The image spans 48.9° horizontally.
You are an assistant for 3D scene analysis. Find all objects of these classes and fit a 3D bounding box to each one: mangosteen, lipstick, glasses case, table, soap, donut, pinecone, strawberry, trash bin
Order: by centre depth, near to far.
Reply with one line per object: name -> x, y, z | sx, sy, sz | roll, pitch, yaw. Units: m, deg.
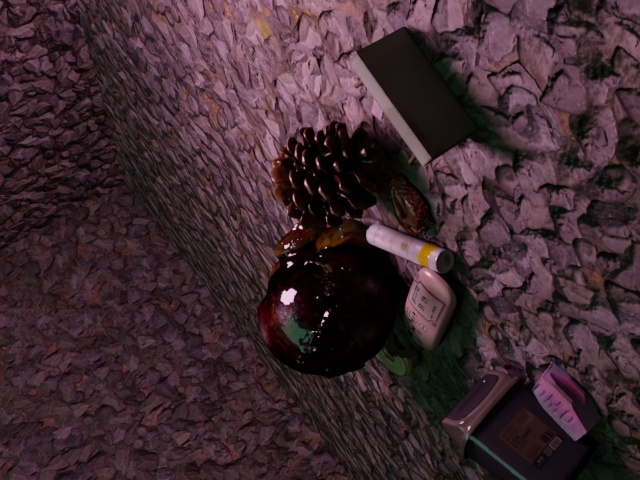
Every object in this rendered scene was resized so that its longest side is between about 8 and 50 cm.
table -> 0.162, -0.257, 1.327 | 0.240, 0.121, 0.111 | 56, 158, 6
soap -> 0.512, 0.335, 1.477 | 0.149, 0.056, 0.100 | 48, 154, 21
trash bin -> 0.438, 0.441, 1.575 | 0.290, 0.209, 0.182 | 38, 158, 29
pinecone -> 0.033, -0.149, 1.592 | 0.264, 0.264, 0.264 | 45, 155, 28
strawberry -> 0.198, -0.075, 1.595 | 0.152, 0.048, 0.104 | 54, 155, -2
lipstick -> 0.208, 0.016, 1.679 | 0.264, 0.059, 0.059 | 25, 142, 54
glasses case -> 0.269, 0.171, 1.735 | 0.122, 0.075, 0.314 | 44, 155, 23
mangosteen -> 0.029, 0.154, 1.888 | 0.381, 0.421, 0.381 | 13, 163, 4
donut -> 0.226, 0.336, 2.060 | 0.166, 0.065, 0.108 | 28, 144, 49

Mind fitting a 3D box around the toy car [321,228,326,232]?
toy car -> 0.000, 0.000, 2.099 | 0.073, 0.054, 0.143 | 15, 137, 61
